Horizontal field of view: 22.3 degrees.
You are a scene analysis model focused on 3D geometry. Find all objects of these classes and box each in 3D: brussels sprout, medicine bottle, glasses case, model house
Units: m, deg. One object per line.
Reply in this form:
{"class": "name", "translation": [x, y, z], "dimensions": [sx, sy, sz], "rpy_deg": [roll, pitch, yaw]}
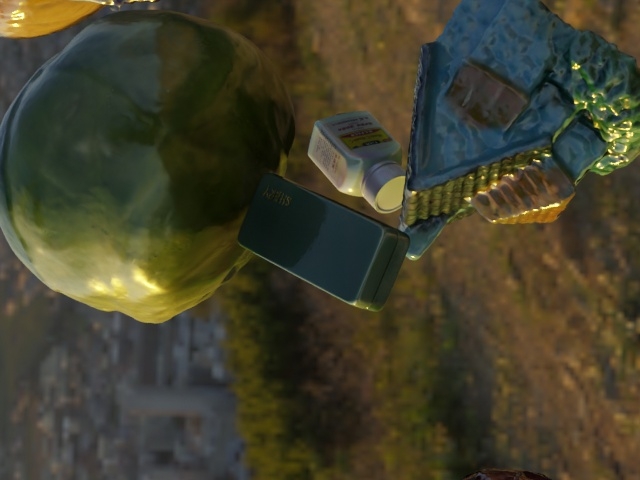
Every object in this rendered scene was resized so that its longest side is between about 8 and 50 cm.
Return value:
{"class": "brussels sprout", "translation": [-0.181, -0.064, 1.646], "dimensions": [0.354, 0.281, 0.289], "rpy_deg": [89, -157, -60]}
{"class": "medicine bottle", "translation": [0.048, -0.084, 1.738], "dimensions": [0.118, 0.074, 0.055], "rpy_deg": [51, 140, 37]}
{"class": "glasses case", "translation": [0.000, 0.000, 1.483], "dimensions": [0.184, 0.039, 0.077], "rpy_deg": [26, 96, 47]}
{"class": "model house", "translation": [0.169, -0.082, 1.560], "dimensions": [0.241, 0.226, 0.261], "rpy_deg": [-52, -9, -7]}

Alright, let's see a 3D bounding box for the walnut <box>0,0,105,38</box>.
{"class": "walnut", "translation": [-0.203, -0.242, 1.185], "dimensions": [0.197, 0.165, 0.165], "rpy_deg": [-55, -4, -33]}

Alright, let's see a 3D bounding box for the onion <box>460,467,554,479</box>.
{"class": "onion", "translation": [0.176, 0.301, 1.472], "dimensions": [0.184, 0.184, 0.147], "rpy_deg": [-103, 29, -46]}

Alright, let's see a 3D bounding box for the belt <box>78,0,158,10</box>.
{"class": "belt", "translation": [-0.159, -0.238, 0.870], "dimensions": [0.164, 0.289, 0.184], "rpy_deg": [-85, 2, -47]}
